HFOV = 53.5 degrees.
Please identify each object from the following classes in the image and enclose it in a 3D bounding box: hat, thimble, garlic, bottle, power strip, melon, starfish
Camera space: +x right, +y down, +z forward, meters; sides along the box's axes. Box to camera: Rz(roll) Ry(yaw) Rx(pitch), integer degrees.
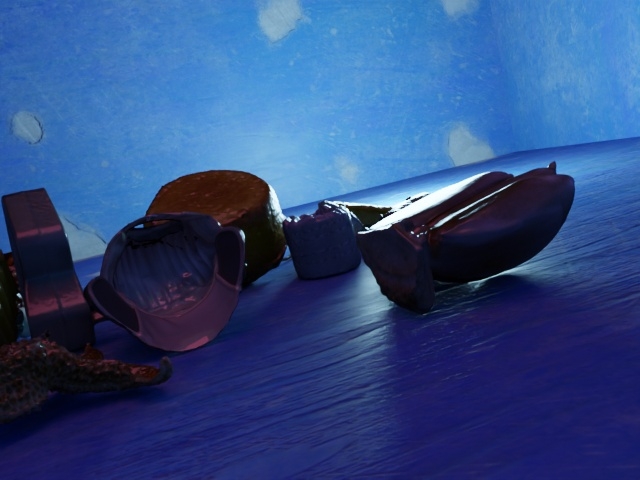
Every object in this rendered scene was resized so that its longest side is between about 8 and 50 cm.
[{"bbox_3d":[-0.212,0.070,0.935,0.231,0.161,0.275,-27,35,-16],"label":"hat"},{"bbox_3d":[0.002,0.000,1.171,0.127,0.118,0.151,-16,8,-11],"label":"thimble"},{"bbox_3d":[0.186,-0.008,0.864,0.325,0.132,0.279,-20,11,-31],"label":"garlic"},{"bbox_3d":[0.174,-0.036,1.244,0.098,0.099,0.152,-5,14,44],"label":"bottle"},{"bbox_3d":[-0.424,0.065,1.044,0.141,0.230,0.261,-15,42,-27],"label":"power strip"},{"bbox_3d":[0.042,-0.003,1.337,0.139,0.093,0.202,14,-21,3],"label":"melon"},{"bbox_3d":[-0.353,0.146,0.693,0.293,0.084,0.301,-7,7,-35],"label":"starfish"}]

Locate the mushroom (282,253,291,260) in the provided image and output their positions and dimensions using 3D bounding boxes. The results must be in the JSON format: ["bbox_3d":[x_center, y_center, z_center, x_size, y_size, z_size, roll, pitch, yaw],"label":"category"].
[{"bbox_3d":[-0.052,0.020,1.495,0.026,0.028,0.286,-55,-9,20],"label":"mushroom"}]

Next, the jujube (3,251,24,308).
[{"bbox_3d":[-0.640,0.110,1.299,0.168,0.168,0.236,-13,14,1],"label":"jujube"}]

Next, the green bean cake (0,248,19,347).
[{"bbox_3d":[-0.537,0.121,0.870,0.223,0.131,0.230,-14,43,-12],"label":"green bean cake"}]

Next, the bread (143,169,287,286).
[{"bbox_3d":[-0.208,-0.021,1.266,0.311,0.173,0.312,-5,34,3],"label":"bread"}]

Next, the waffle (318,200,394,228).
[{"bbox_3d":[0.100,-0.058,1.498,0.167,0.057,0.274,4,4,-13],"label":"waffle"}]

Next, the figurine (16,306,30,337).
[{"bbox_3d":[-0.588,0.153,1.072,0.137,0.110,0.245,-9,1,18],"label":"figurine"}]
